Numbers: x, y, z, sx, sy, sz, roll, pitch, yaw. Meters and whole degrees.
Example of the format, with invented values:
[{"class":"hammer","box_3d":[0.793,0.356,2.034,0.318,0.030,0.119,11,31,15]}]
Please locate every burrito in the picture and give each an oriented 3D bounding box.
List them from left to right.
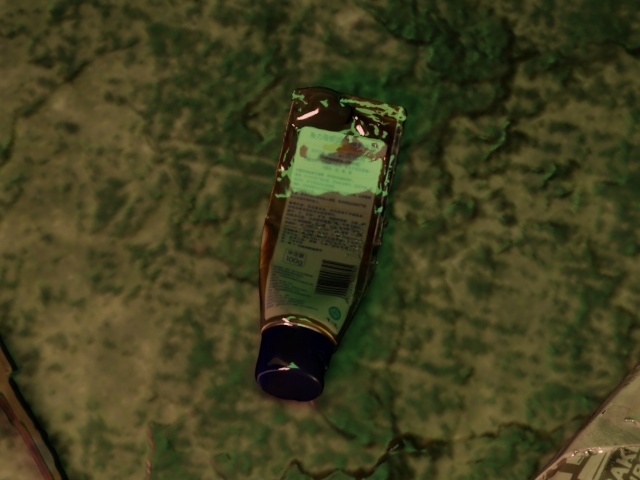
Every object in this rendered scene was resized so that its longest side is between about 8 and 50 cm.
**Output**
[{"class":"burrito","box_3d":[0.159,0.091,0.815,0.064,0.064,0.203,43,76,13]}]

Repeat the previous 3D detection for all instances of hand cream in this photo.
[{"class":"hand cream","box_3d":[0.000,0.000,0.859,0.062,0.039,0.163,11,64,5]}]
